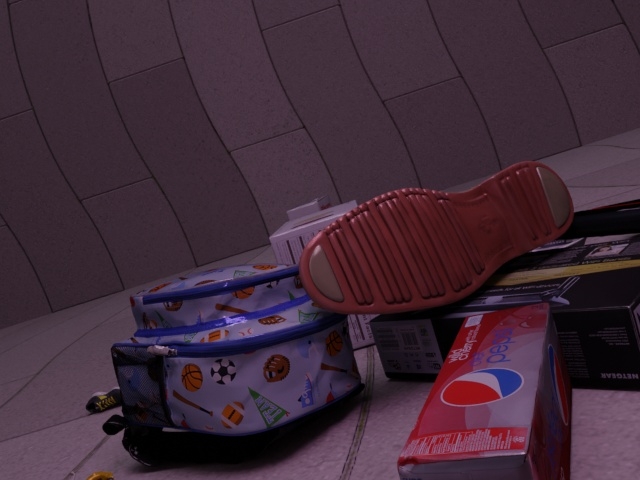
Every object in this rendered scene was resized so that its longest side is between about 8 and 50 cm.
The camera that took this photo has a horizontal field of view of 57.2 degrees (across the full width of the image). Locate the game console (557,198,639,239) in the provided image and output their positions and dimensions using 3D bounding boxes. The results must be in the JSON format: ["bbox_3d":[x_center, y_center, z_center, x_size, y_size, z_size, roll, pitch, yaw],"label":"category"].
[{"bbox_3d":[0.533,-0.038,0.792,0.341,0.060,0.386,-11,1,-33],"label":"game console"}]

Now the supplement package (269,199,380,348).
[{"bbox_3d":[0.025,0.053,0.996,0.145,0.204,0.262,-17,6,3],"label":"supplement package"}]

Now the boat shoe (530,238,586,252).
[{"bbox_3d":[0.338,0.006,1.001,0.226,0.083,0.076,-17,-19,4],"label":"boat shoe"}]

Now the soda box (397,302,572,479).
[{"bbox_3d":[0.141,0.137,0.456,0.083,0.092,0.263,-14,7,27],"label":"soda box"}]

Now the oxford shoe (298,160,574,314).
[{"bbox_3d":[0.139,0.013,0.734,0.396,0.141,0.146,-14,-12,-28],"label":"oxford shoe"}]

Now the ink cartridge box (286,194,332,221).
[{"bbox_3d":[0.000,0.000,1.493,0.086,0.209,0.153,-16,6,14],"label":"ink cartridge box"}]

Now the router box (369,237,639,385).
[{"bbox_3d":[0.251,0.079,0.698,0.308,0.081,0.242,-11,9,46],"label":"router box"}]

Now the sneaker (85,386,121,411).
[{"bbox_3d":[-0.360,0.273,0.991,0.083,0.031,0.035,-20,19,24],"label":"sneaker"}]

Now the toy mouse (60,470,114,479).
[{"bbox_3d":[-0.284,0.288,0.611,0.143,0.031,0.161,-21,7,-26],"label":"toy mouse"}]

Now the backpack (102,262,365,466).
[{"bbox_3d":[-0.088,0.131,0.711,0.263,0.213,0.276,1,14,39],"label":"backpack"}]
